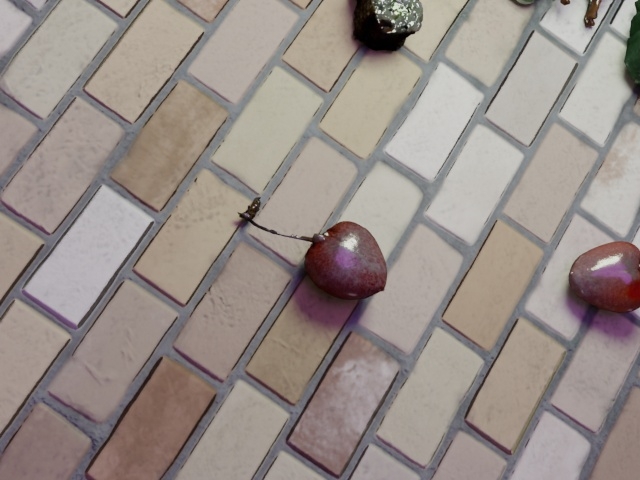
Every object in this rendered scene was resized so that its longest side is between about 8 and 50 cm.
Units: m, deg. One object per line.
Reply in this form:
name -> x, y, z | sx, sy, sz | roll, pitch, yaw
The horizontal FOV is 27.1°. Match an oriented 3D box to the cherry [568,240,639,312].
cherry -> 0.431, 0.051, 1.962 | 0.126, 0.087, 0.106 | 13, 75, 5

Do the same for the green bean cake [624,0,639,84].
green bean cake -> 0.660, -0.346, 2.123 | 0.300, 0.169, 0.308 | 26, 66, -11

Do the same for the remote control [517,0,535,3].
remote control -> 0.386, -0.524, 2.143 | 0.128, 0.065, 0.335 | 41, 65, 0

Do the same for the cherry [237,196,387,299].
cherry -> 0.000, 0.000, 1.839 | 0.225, 0.090, 0.107 | 40, 77, 7

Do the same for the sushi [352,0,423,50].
sushi -> 0.099, -0.340, 1.979 | 0.094, 0.084, 0.098 | 1, 76, -20

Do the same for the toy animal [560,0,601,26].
toy animal -> 0.480, -0.448, 2.135 | 0.224, 0.066, 0.230 | 34, 75, -39
